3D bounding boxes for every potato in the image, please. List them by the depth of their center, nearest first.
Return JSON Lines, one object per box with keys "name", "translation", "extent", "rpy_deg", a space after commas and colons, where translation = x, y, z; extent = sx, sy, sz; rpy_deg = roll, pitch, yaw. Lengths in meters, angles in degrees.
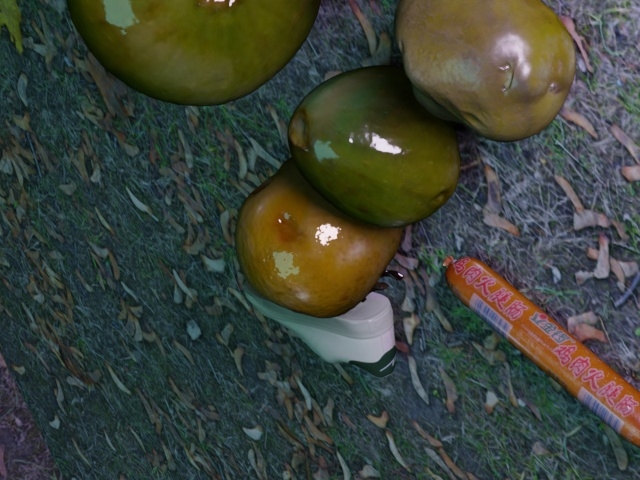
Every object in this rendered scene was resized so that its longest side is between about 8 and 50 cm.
{"name": "potato", "translation": [0.161, -0.186, 1.819], "extent": [0.200, 0.137, 0.154], "rpy_deg": [27, 169, 44]}

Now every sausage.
{"name": "sausage", "translation": [0.259, 0.121, 2.034], "extent": [0.348, 0.053, 0.053], "rpy_deg": [41, 147, 30]}

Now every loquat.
{"name": "loquat", "translation": [-0.003, 0.003, 2.190], "extent": [0.213, 0.213, 0.213], "rpy_deg": [39, 146, 33]}

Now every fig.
{"name": "fig", "translation": [0.056, -0.106, 2.025], "extent": [0.181, 0.191, 0.181], "rpy_deg": [-29, 56, 58]}
{"name": "fig", "translation": [-0.149, -0.309, 2.050], "extent": [0.316, 0.316, 0.316], "rpy_deg": [39, 146, 33]}

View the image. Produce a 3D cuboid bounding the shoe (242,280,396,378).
{"name": "shoe", "translation": [0.000, 0.112, 2.400], "extent": [0.265, 0.095, 0.110], "rpy_deg": [16, 130, 49]}
